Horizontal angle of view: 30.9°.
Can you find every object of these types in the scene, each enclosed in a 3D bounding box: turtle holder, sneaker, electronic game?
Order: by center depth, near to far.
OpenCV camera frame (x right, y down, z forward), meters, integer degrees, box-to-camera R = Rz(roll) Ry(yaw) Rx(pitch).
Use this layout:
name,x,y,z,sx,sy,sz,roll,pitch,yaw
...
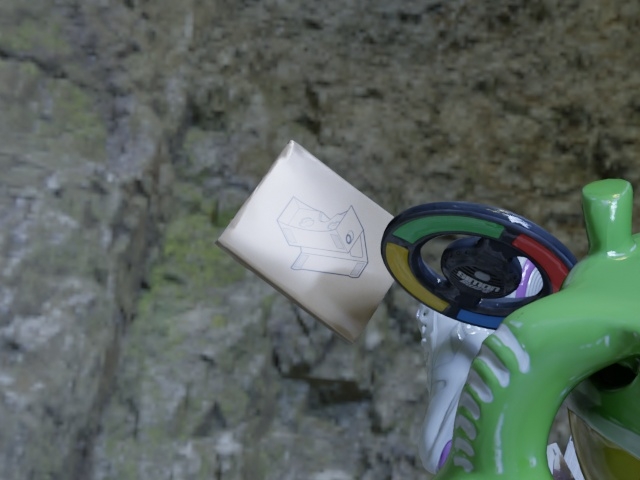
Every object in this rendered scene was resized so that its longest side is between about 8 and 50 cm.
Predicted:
name,x,y,z,sx,sy,sz,roll,pitch,yaw
turtle holder,0.234,0.096,0.605,0.320,0.243,0.227,-19,112,-42
electronic game,0.176,0.033,1.275,0.229,0.229,0.048,88,21,-57
sneaker,0.176,0.147,1.430,0.114,0.152,0.305,50,57,-42

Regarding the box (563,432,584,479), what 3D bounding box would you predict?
name,x,y,z,sx,sy,sz,roll,pitch,yaw
box,0.367,0.348,1.547,0.036,0.114,0.207,41,64,-43

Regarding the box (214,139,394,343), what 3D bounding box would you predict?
name,x,y,z,sx,sy,sz,roll,pitch,yaw
box,0.000,0.000,1.373,0.164,0.201,0.021,-56,-173,-23

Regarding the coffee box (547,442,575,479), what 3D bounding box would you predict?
name,x,y,z,sx,sy,sz,roll,pitch,yaw
coffee box,0.232,0.389,1.228,0.297,0.168,0.119,65,-35,21
